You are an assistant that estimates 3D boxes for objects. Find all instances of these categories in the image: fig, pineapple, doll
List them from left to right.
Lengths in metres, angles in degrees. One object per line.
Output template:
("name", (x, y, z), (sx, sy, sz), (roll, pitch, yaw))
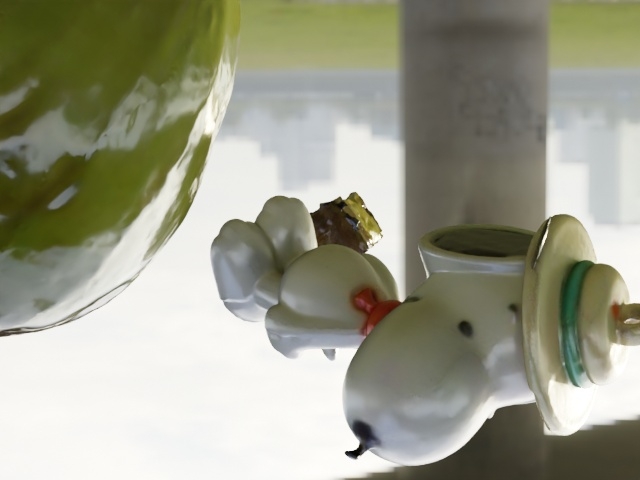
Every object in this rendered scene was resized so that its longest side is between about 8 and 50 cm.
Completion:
("fig", (-0.156, -0.087, 0.882), (0.239, 0.271, 0.239), (41, 173, 6))
("pineapple", (0.000, 0.000, 1.384), (0.137, 0.069, 0.116), (-40, -177, -34))
("doll", (0.064, 0.032, 1.152), (0.208, 0.144, 0.271), (-23, -148, -14))
